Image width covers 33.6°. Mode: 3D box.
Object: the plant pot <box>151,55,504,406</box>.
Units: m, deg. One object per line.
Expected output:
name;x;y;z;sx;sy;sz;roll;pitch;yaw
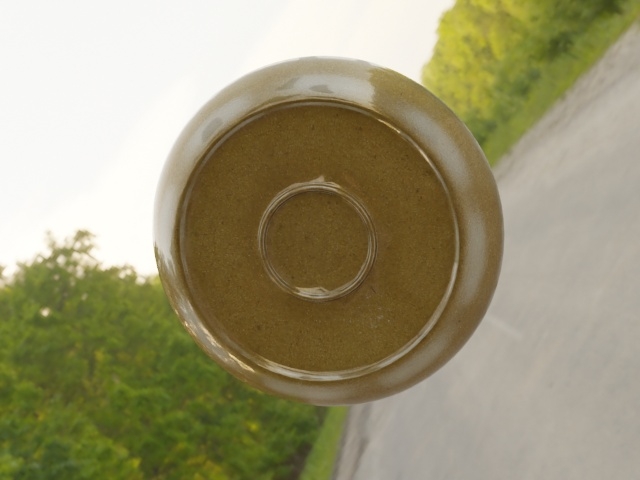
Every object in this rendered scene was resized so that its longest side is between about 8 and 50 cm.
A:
plant pot;0.000;0.000;0.688;0.236;0.236;0.032;-60;-2;14
